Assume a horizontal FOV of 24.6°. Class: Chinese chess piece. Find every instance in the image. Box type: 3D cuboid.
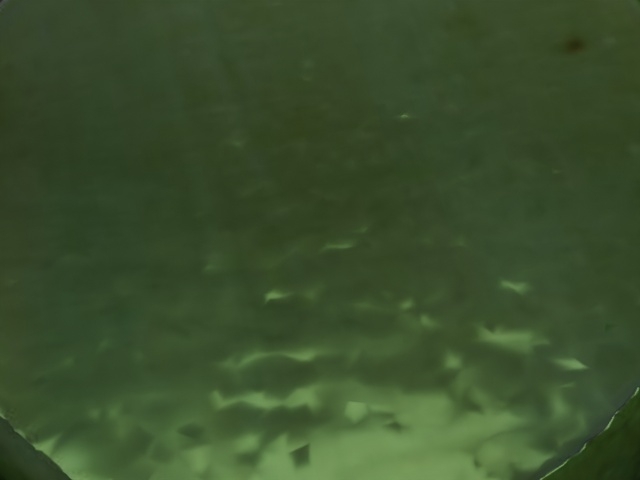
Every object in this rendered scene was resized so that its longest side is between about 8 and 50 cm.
[{"bbox_3d":[0.000,0.000,0.644,0.349,0.146,0.349,-1,61,2],"label":"Chinese chess piece"}]
